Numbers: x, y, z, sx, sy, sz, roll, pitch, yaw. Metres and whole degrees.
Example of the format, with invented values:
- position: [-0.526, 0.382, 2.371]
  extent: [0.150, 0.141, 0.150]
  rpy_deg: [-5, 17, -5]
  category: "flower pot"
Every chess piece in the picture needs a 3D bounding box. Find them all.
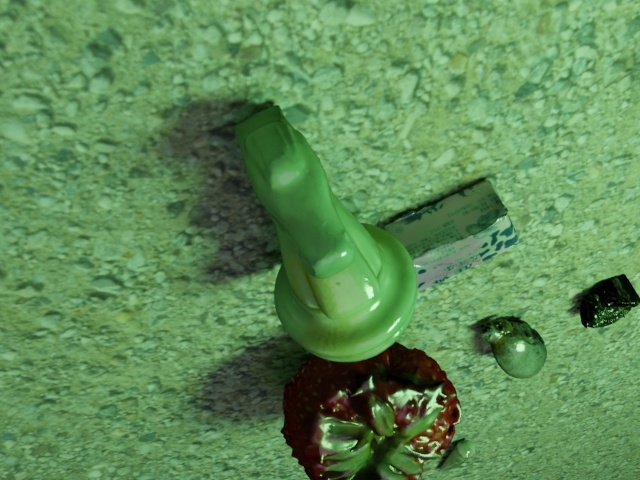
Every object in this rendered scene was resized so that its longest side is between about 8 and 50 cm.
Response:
- position: [0.000, 0.000, 0.889]
  extent: [0.175, 0.176, 0.298]
  rpy_deg: [-25, 144, 2]
  category: "chess piece"

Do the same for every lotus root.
- position: [0.323, 0.175, 1.387]
  extent: [0.088, 0.088, 0.165]
  rpy_deg: [-35, 134, 16]
  category: "lotus root"

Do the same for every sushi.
- position: [0.477, 0.110, 1.411]
  extent: [0.084, 0.056, 0.083]
  rpy_deg: [-16, 152, -13]
  category: "sushi"

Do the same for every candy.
- position: [0.165, -0.004, 1.066]
  extent: [0.160, 0.073, 0.092]
  rpy_deg: [-25, 143, 2]
  category: "candy"

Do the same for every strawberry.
- position: [0.061, 0.246, 1.239]
  extent: [0.261, 0.258, 0.261]
  rpy_deg: [-8, 120, -14]
  category: "strawberry"

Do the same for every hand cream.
- position: [0.294, 0.460, 1.785]
  extent: [0.061, 0.039, 0.143]
  rpy_deg: [-18, 154, -19]
  category: "hand cream"
